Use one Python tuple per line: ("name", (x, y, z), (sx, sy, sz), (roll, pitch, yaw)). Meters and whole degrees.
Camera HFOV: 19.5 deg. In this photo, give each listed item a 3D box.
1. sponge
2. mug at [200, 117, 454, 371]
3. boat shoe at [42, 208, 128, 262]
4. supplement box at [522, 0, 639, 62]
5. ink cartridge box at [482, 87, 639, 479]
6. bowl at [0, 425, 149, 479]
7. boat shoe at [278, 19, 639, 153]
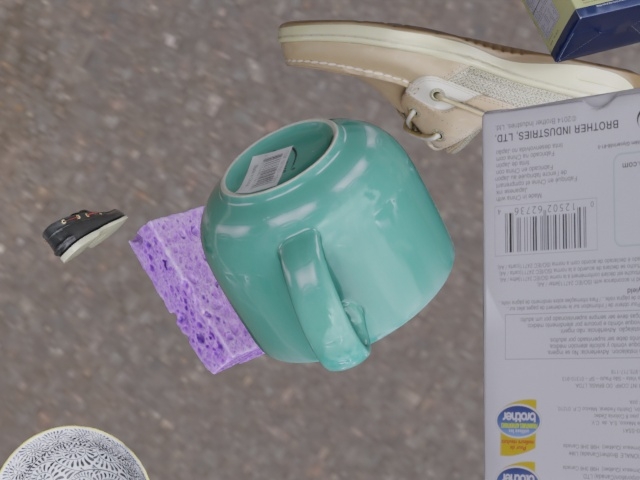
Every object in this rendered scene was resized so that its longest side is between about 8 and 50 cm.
("sponge", (-0.039, 0.021, 1.399), (0.031, 0.117, 0.210), (-40, 167, 36))
("mug", (0.005, -0.006, 1.039), (0.129, 0.158, 0.097), (-38, 117, -18))
("boat shoe", (-0.242, -0.014, 1.938), (0.049, 0.042, 0.133), (-43, 175, 25))
("supplement box", (0.193, -0.183, 1.333), (0.083, 0.083, 0.056), (-15, 156, -22))
("ink cartridge box", (0.180, 0.068, 1.099), (0.065, 0.186, 0.311), (8, 81, -43))
("bowl", (-0.249, 0.276, 1.943), (0.170, 0.170, 0.080), (-59, 172, 0))
("boat shoe", (0.109, -0.118, 1.527), (0.302, 0.109, 0.098), (11, 98, -3))
